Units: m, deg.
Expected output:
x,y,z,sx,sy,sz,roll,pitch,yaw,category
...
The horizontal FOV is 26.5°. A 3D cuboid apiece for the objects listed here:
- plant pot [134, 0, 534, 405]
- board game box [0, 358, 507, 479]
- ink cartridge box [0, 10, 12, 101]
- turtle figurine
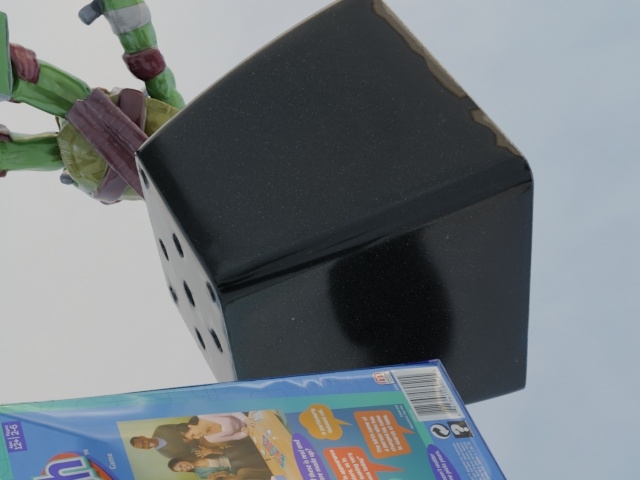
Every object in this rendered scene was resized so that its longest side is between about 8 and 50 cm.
x,y,z,sx,sy,sz,roll,pitch,yaw,category
0.000,0.000,0.775,0.167,0.188,0.187,-23,-132,-13,plant pot
-0.019,0.125,0.535,0.160,0.210,0.047,-117,-147,-45,board game box
-0.297,-0.126,0.826,0.109,0.209,0.062,-9,-100,25,ink cartridge box
-0.204,-0.124,1.096,0.198,0.266,0.275,-33,-121,55,turtle figurine
